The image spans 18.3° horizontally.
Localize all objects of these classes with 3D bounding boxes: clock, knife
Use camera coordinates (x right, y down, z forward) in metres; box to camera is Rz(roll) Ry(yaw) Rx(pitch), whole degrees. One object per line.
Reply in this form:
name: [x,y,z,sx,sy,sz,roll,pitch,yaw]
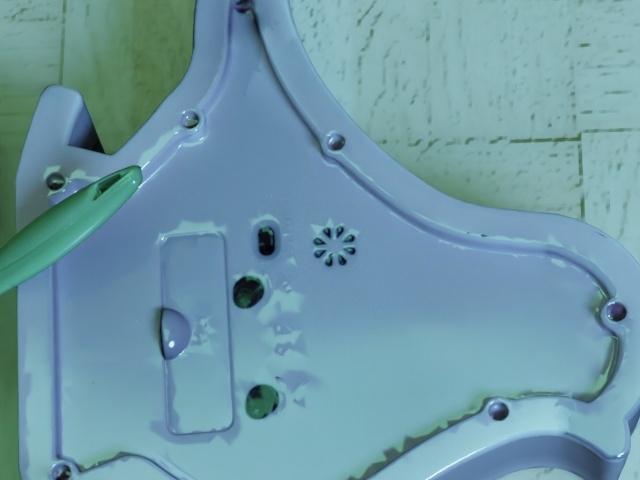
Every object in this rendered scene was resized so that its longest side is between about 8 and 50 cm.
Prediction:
clock: [0.000,0.000,0.888,0.275,0.080,0.290,-8,70,2]
knife: [-0.159,0.024,0.856,0.207,0.014,0.030,-35,66,14]
